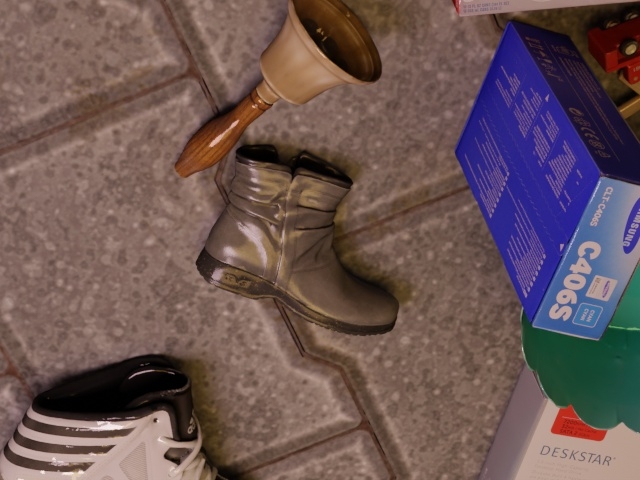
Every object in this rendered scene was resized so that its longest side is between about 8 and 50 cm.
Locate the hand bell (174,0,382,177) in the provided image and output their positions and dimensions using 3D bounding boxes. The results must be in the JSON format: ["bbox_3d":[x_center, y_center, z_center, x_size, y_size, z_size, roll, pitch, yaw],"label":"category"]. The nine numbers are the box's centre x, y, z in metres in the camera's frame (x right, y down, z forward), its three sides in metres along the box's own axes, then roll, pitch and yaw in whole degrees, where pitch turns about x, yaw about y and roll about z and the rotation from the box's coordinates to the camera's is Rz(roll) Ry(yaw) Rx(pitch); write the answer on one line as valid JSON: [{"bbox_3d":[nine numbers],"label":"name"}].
[{"bbox_3d":[-0.066,-0.142,1.684,0.126,0.126,0.242,38,121,-25],"label":"hand bell"}]

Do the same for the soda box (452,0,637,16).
[{"bbox_3d":[0.257,-0.287,1.637,0.263,0.083,0.092,-6,120,-4],"label":"soda box"}]

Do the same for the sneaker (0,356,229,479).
[{"bbox_3d":[-0.143,0.291,1.868,0.447,0.169,0.258,19,117,-15],"label":"sneaker"}]

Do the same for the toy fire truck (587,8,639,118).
[{"bbox_3d":[0.331,-0.176,1.722,0.192,0.047,0.135,-23,138,-6],"label":"toy fire truck"}]

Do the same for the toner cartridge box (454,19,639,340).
[{"bbox_3d":[0.225,-0.068,1.605,0.075,0.348,0.165,12,118,-15],"label":"toner cartridge box"}]

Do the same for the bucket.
[{"bbox_3d":[0.342,0.044,1.748,0.281,0.183,0.281,2,119,4],"label":"bucket"}]

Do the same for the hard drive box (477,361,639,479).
[{"bbox_3d":[0.298,0.268,1.959,0.181,0.089,0.232,10,118,-13],"label":"hard drive box"}]

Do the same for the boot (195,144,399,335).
[{"bbox_3d":[0.000,0.000,1.774,0.246,0.083,0.161,19,110,-19],"label":"boot"}]
